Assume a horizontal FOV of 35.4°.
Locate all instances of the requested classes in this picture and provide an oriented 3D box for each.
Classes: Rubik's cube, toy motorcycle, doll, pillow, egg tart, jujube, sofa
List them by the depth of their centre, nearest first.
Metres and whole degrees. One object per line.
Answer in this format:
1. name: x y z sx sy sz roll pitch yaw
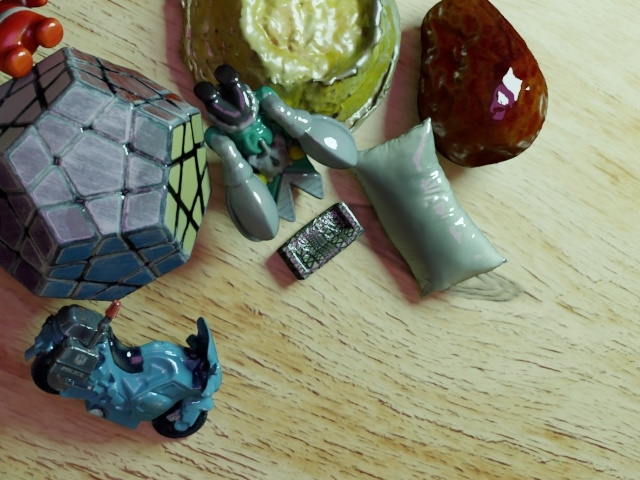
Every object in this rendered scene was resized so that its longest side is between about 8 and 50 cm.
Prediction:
1. Rubik's cube: -0.288 -0.078 1.247 0.319 0.319 0.264 -13 65 -17
2. doll: -0.426 -0.276 1.261 0.245 0.076 0.142 30 69 30
3. toy motorcycle: -0.237 0.161 1.308 0.272 0.123 0.182 27 108 -30
4. doll: -0.077 -0.102 1.336 0.258 0.153 0.195 18 114 -40
5. egg tart: -0.030 -0.307 1.414 0.345 0.132 0.345 1 85 -15
6. sofa: 0.000 0.000 1.448 0.118 0.039 0.060 -38 97 -16
7. pillow: 0.152 -0.046 1.455 0.144 0.078 0.254 -25 101 27
8. jujube: 0.227 -0.237 1.466 0.190 0.190 0.255 -12 77 -17
